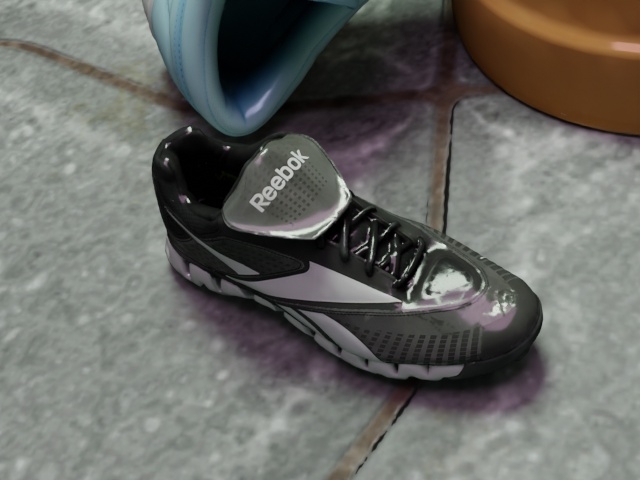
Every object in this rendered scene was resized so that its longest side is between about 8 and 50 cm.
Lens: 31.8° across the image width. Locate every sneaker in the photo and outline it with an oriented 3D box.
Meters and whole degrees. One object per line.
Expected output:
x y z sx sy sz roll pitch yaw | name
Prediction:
0.000 0.000 0.577 0.234 0.106 0.078 20 60 29 | sneaker
0.012 -0.208 0.630 0.135 0.366 0.150 0 49 -31 | sneaker

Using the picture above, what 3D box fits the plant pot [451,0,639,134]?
0.207 -0.232 0.649 0.291 0.203 0.290 -9 49 10 | plant pot
